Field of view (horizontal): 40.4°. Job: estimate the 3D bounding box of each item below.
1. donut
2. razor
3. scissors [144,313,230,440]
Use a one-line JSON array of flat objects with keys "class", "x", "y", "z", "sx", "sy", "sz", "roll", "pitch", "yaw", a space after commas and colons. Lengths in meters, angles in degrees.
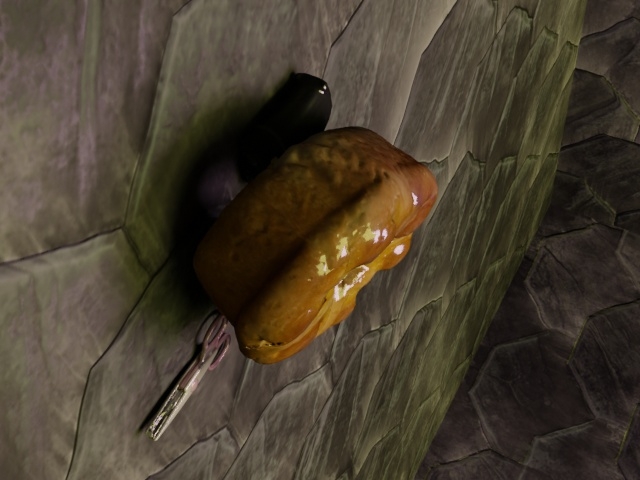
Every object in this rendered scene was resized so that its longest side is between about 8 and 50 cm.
[{"class": "donut", "x": 0.000, "y": 0.000, "z": 0.986, "sx": 0.299, "sy": 0.150, "sz": 0.317, "roll": -41, "pitch": 169, "yaw": -12}, {"class": "razor", "x": -0.036, "y": -0.124, "z": 1.013, "sx": 0.148, "sy": 0.054, "sz": 0.090, "roll": -54, "pitch": 158, "yaw": -32}, {"class": "scissors", "x": -0.156, "y": 0.167, "z": 1.045, "sx": 0.176, "sy": 0.022, "sz": 0.085, "roll": -56, "pitch": 161, "yaw": -35}]
